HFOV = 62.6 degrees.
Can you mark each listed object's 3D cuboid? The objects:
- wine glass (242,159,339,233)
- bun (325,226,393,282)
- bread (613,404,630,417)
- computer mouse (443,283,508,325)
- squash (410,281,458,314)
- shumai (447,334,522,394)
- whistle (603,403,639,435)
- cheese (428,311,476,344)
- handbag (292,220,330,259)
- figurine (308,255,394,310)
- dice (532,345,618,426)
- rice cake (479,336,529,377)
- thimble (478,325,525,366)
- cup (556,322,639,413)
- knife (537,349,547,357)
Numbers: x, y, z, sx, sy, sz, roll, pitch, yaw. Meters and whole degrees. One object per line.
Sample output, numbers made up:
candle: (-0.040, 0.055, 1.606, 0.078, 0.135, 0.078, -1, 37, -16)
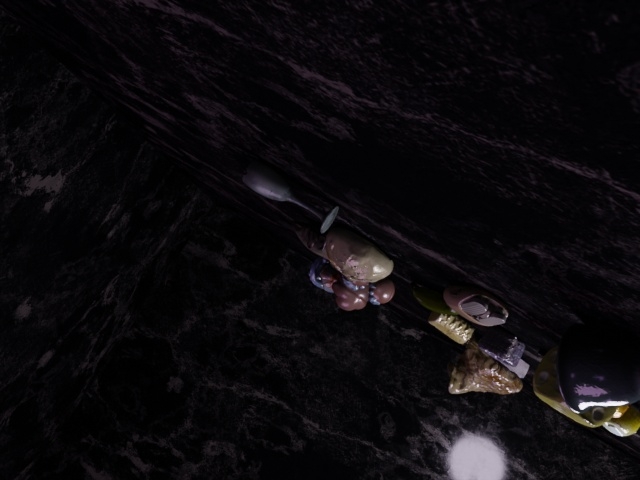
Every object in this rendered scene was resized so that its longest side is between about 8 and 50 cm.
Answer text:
wine glass: (-0.129, -0.075, 1.680, 0.309, 0.265, 0.096, 31, -151, 12)
bun: (0.124, 0.068, 1.897, 0.287, 0.146, 0.287, 31, 170, 6)
bread: (0.841, 0.465, 1.635, 0.094, 0.102, 0.245, 36, 171, -19)
computer mouse: (0.454, 0.194, 1.572, 0.145, 0.082, 0.236, 35, 173, -13)
squash: (0.428, 0.220, 1.910, 0.071, 0.080, 0.318, -6, -168, -24)
shumai: (0.701, 0.608, 2.326, 0.314, 0.262, 0.267, 41, -170, 7)
whistle: (0.956, 0.544, 1.715, 0.223, 0.123, 0.123, 46, 171, -5)
cheese: (0.538, 0.347, 2.171, 0.167, 0.094, 0.123, 34, 175, -5)
handbag: (0.000, 0.000, 2.123, 0.270, 0.117, 0.182, 27, 162, 47)
figurine: (0.132, 0.185, 2.419, 0.276, 0.248, 0.388, 34, -177, -29)
dice: (0.724, 0.409, 1.484, 0.166, 0.169, 0.169, 35, 172, -14)
rice cake: (0.751, 0.467, 2.146, 0.365, 0.073, 0.056, 37, 174, -34)
thimble: (0.649, 0.378, 1.889, 0.150, 0.098, 0.150, 32, 174, 4)
cup: (0.627, 0.280, 1.130, 0.199, 0.199, 0.150, 37, 154, -28)
knife: (0.778, 0.378, 1.675, 0.072, 0.019, 0.245, 38, 168, -20)
